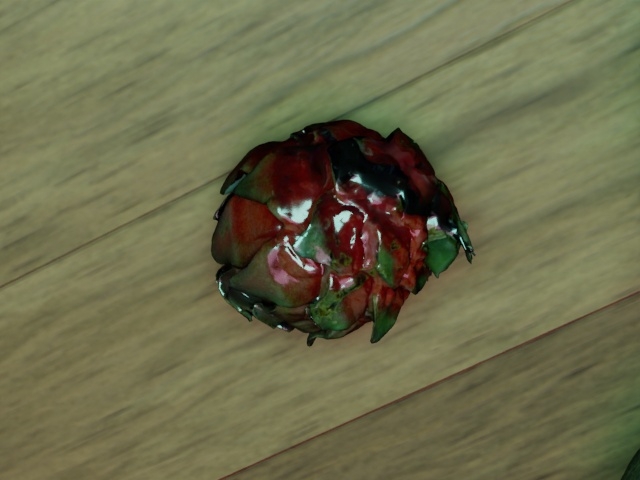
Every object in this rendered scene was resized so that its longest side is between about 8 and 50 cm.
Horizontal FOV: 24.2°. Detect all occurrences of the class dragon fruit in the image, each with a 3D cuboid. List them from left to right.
[{"bbox_3d":[0.007,-0.006,1.131,0.189,0.182,0.182,-36,109,-3],"label":"dragon fruit"}]

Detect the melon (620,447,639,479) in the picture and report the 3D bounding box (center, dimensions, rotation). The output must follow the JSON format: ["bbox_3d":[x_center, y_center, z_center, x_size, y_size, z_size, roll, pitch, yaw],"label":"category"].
[{"bbox_3d":[0.380,0.214,1.174,0.302,0.237,0.237,-32,109,15],"label":"melon"}]
